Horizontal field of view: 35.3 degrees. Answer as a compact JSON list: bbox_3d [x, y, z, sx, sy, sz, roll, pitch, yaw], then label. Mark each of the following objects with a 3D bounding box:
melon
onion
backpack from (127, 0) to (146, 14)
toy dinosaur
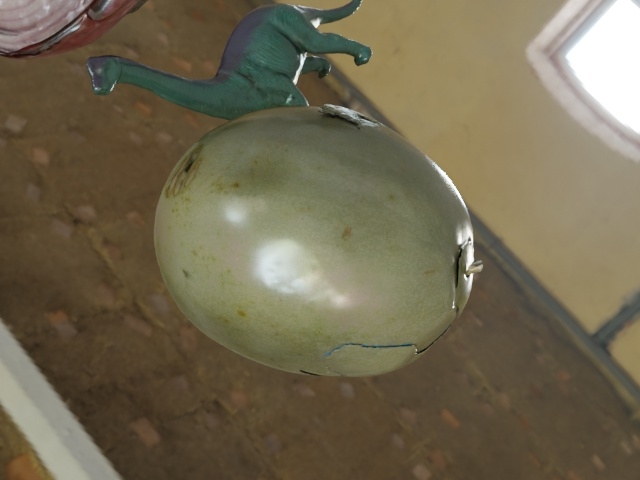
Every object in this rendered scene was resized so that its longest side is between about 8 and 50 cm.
[{"bbox_3d":[0.000,0.000,0.994,0.330,0.268,0.268,15,-164,27],"label":"melon"},{"bbox_3d":[-0.183,-0.270,0.815,0.120,0.284,0.227,-7,-97,-55],"label":"onion"},{"bbox_3d":[-0.361,-0.366,1.374,0.197,0.317,0.283,59,-136,-19],"label":"backpack"},{"bbox_3d":[-0.103,-0.263,1.282,0.331,0.129,0.383,30,-126,-27],"label":"toy dinosaur"}]
